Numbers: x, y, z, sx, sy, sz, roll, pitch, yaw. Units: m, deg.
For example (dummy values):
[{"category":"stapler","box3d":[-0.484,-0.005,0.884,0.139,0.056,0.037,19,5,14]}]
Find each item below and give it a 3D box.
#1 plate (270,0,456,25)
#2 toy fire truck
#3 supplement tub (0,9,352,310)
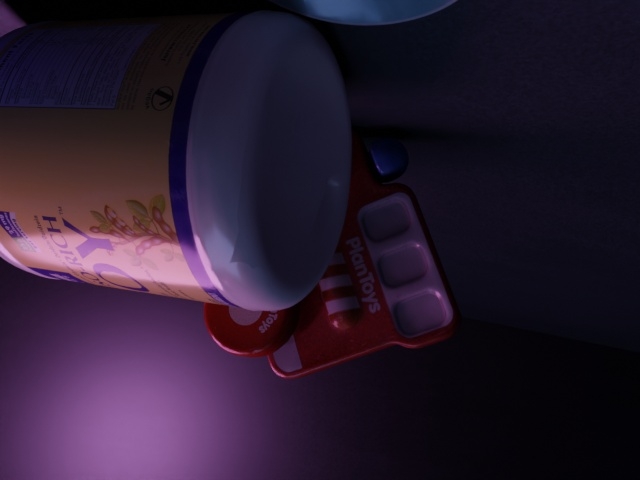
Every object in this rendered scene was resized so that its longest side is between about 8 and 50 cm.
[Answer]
[{"category":"plate","box3d":[0.013,-0.196,0.376,0.188,0.024,0.188,10,169,2]},{"category":"toy fire truck","box3d":[0.000,0.000,0.703,0.254,0.302,0.169,-20,161,11]},{"category":"supplement tub","box3d":[-0.160,-0.074,0.551,0.331,0.241,0.241,6,167,22]}]
